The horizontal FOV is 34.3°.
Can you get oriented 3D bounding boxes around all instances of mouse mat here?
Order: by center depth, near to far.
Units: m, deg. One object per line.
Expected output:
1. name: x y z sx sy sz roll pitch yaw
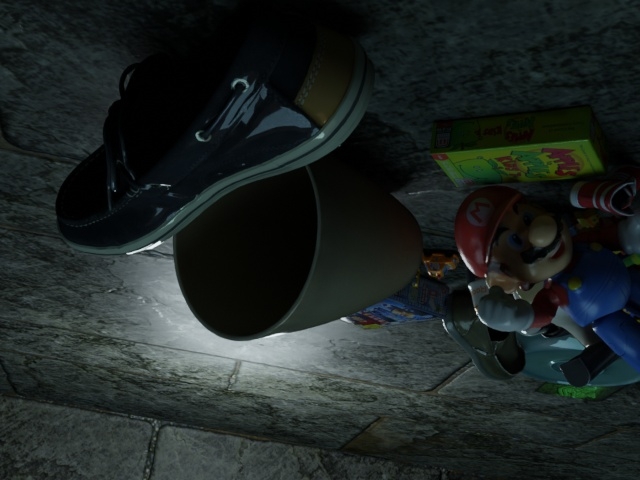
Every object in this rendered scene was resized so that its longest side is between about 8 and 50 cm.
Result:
1. mouse mat: 0.551 0.312 2.203 0.153 0.007 0.189 9 160 -1

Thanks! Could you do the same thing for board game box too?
1. board game box: 0.227 -0.104 1.183 0.181 0.043 0.092 -3 156 28
2. board game box: 0.076 0.085 1.719 0.194 0.060 0.194 27 153 -38

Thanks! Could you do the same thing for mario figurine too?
1. mario figurine: 0.304 0.038 1.212 0.320 0.198 0.170 31 124 3

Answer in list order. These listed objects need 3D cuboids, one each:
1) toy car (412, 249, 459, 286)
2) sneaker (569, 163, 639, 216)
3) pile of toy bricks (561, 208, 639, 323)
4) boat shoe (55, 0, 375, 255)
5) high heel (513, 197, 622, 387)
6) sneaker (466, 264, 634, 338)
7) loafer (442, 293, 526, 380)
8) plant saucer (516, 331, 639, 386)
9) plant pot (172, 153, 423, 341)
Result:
1. toy car: 0.178 0.052 1.617 0.060 0.040 0.122 9 159 -1
2. sneaker: 0.348 -0.057 1.183 0.118 0.042 0.067 -19 -160 -32
3. pile of toy bricks: 0.412 0.014 1.374 0.105 0.118 0.212 -32 125 19
4. boat shoe: -0.162 -0.117 1.128 0.156 0.186 0.500 30 146 -33
5. high heel: 0.344 0.052 1.410 0.093 0.261 0.186 -20 -178 40
6. sneaker: 0.360 0.086 1.521 0.321 0.127 0.126 12 158 -12
7. loafer: 0.300 0.170 1.793 0.087 0.094 0.251 -12 145 33
8. plant saucer: 0.482 0.222 1.943 0.318 0.043 0.317 7 159 3
9. plant pot: 0.000 0.000 1.319 0.256 0.256 0.274 -12 168 43
